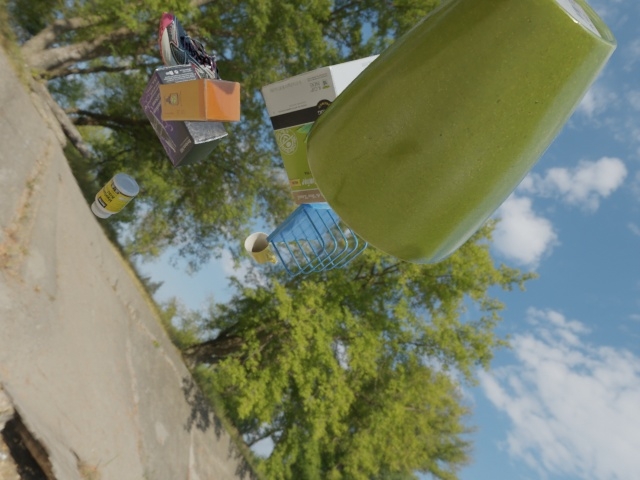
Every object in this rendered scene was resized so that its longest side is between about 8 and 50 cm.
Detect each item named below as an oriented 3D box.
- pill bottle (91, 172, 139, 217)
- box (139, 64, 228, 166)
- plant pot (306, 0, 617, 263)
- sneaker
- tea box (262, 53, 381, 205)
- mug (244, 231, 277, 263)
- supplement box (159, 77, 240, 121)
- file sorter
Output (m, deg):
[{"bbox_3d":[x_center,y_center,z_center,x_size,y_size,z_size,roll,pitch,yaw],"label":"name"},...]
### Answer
[{"bbox_3d":[-0.500,-0.105,1.055,0.116,0.065,0.065,-36,-91,23],"label":"pill bottle"},{"bbox_3d":[-0.360,-0.323,1.142,0.153,0.108,0.207,-26,-87,49],"label":"box"},{"bbox_3d":[0.171,-0.162,0.527,0.275,0.274,0.293,51,-45,8],"label":"plant pot"},{"bbox_3d":[-0.349,-0.501,1.203,0.299,0.111,0.121,63,27,-69],"label":"sneaker"},{"bbox_3d":[0.058,-0.306,1.193,0.219,0.329,0.324,-3,-68,35],"label":"tea box"},{"bbox_3d":[-0.143,0.029,1.047,0.064,0.062,0.078,79,-9,-51],"label":"mug"},{"bbox_3d":[-0.254,-0.284,0.895,0.233,0.080,0.078,18,-69,46],"label":"supplement box"},{"bbox_3d":[0.000,0.000,0.907,0.118,0.170,0.105,-42,-111,30],"label":"file sorter"}]
